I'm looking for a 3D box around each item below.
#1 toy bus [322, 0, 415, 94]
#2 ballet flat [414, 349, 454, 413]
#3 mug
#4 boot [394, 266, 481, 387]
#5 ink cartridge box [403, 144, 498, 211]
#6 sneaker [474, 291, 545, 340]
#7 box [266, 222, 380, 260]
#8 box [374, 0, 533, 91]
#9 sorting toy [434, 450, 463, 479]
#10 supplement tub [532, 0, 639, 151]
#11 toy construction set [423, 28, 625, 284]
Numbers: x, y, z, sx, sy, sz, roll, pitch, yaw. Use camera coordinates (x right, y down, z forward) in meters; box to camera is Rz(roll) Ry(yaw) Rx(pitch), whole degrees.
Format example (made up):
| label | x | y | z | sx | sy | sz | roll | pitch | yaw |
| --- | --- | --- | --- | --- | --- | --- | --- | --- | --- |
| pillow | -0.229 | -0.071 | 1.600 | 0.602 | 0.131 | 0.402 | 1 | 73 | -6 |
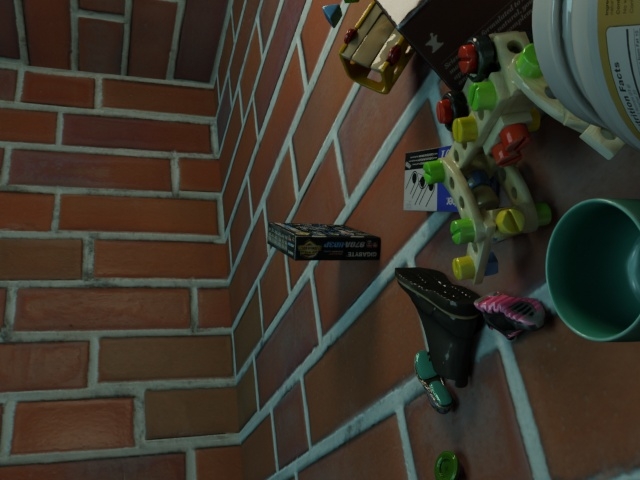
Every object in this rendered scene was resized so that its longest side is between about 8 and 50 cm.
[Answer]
| label | x | y | z | sx | sy | sz | roll | pitch | yaw |
| --- | --- | --- | --- | --- | --- | --- | --- | --- | --- |
| toy bus | 0.121 | -0.351 | 1.067 | 0.104 | 0.202 | 0.190 | 51 | -155 | -68 |
| ballet flat | 0.175 | 0.225 | 0.985 | 0.114 | 0.041 | 0.041 | -111 | 29 | -50 |
| mug | 0.291 | 0.034 | 0.564 | 0.157 | 0.098 | 0.129 | -116 | 33 | -52 |
| boot | 0.167 | 0.125 | 0.967 | 0.198 | 0.077 | 0.136 | -138 | 46 | -67 |
| ink cartridge box | 0.191 | -0.091 | 0.946 | 0.207 | 0.046 | 0.097 | -171 | 82 | -71 |
| sneaker | 0.245 | 0.102 | 0.796 | 0.119 | 0.047 | 0.057 | 16 | 126 | 71 |
| box | 0.000 | 0.000 | 1.297 | 0.220 | 0.175 | 0.051 | -157 | 69 | -69 |
| box | 0.150 | -0.383 | 0.840 | 0.191 | 0.143 | 0.381 | -40 | 39 | 19 |
| sorting toy | 0.197 | 0.363 | 0.918 | 0.061 | 0.042 | 0.101 | -46 | 31 | 41 |
| supplement tub | 0.298 | -0.144 | 0.358 | 0.316 | 0.229 | 0.228 | -138 | 52 | -66 |
| toy construction set | 0.217 | -0.100 | 0.694 | 0.327 | 0.151 | 0.214 | 129 | 133 | -60 |
